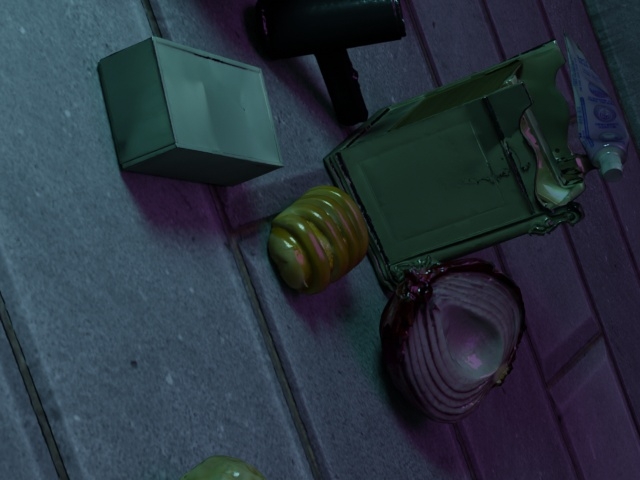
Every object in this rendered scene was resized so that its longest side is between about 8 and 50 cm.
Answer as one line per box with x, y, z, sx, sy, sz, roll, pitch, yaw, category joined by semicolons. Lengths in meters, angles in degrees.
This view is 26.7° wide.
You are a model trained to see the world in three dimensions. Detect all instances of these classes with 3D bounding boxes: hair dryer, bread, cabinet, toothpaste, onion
0.030;-0.258;1.924;0.251;0.197;0.089;72;12;-52;hair dryer
0.000;0.000;1.753;0.119;0.084;0.177;65;31;-10;bread
0.228;-0.113;1.996;0.227;0.318;0.290;65;26;-10;cabinet
0.400;-0.195;1.976;0.075;0.048;0.301;21;40;-21;toothpaste
0.160;0.112;1.884;0.227;0.120;0.283;-52;133;-15;onion

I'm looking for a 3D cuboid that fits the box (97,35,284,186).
-0.147;-0.143;1.562;0.225;0.086;0.129;7;67;-61;box

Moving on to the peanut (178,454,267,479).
-0.121;0.317;1.246;0.153;0.140;0.325;45;30;-11;peanut
